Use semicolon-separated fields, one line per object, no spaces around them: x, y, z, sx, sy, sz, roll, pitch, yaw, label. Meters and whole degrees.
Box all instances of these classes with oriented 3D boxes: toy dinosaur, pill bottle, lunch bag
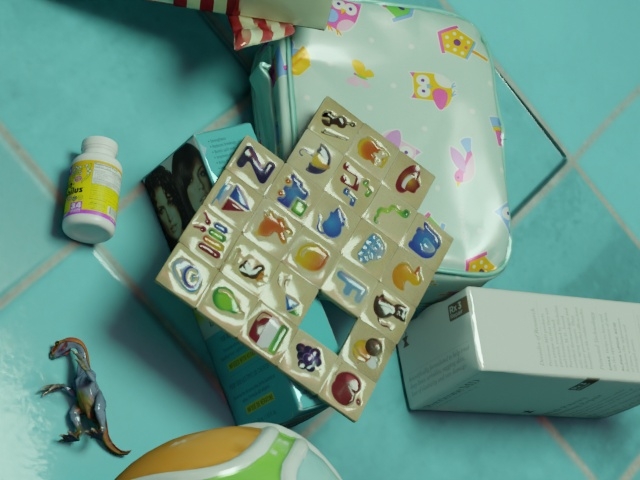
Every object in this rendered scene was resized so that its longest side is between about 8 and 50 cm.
-0.189;0.120;1.430;0.090;0.047;0.082;50;32;-49;toy dinosaur
-0.186;-0.043;1.488;0.043;0.043;0.083;19;59;-26;pill bottle
0.047;-0.082;1.612;0.224;0.108;0.279;3;66;-18;lunch bag

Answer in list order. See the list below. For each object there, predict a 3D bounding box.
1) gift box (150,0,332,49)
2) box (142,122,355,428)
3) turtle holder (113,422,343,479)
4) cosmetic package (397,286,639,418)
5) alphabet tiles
-0.093;-0.321;1.512;0.255;0.258;0.276;13;57;0;gift box
-0.061;0.035;1.501;0.060;0.100;0.244;-15;78;-37;box
-0.035;0.275;1.326;0.320;0.243;0.227;33;37;-7;turtle holder
0.196;0.105;1.632;0.231;0.117;0.085;4;66;-31;cosmetic package
0.000;0.000;1.479;0.198;0.009;0.237;36;59;-10;alphabet tiles
